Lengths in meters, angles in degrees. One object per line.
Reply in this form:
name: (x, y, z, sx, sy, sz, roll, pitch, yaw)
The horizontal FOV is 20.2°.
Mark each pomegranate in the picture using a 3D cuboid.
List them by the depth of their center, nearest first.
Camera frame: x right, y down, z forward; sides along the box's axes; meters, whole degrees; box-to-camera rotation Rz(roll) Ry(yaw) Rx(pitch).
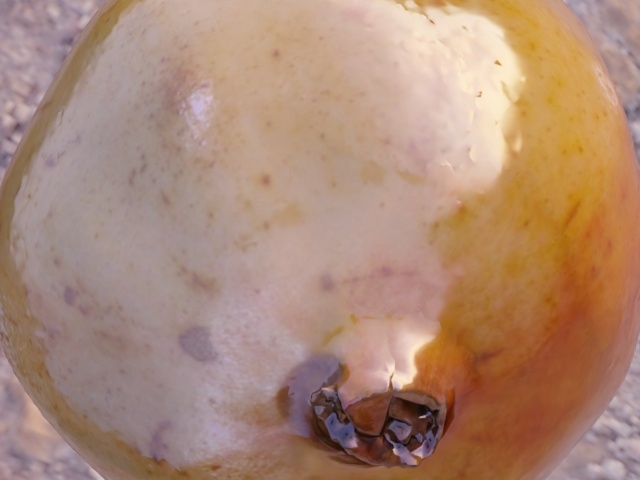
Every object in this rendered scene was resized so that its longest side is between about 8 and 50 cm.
pomegranate: (0.000, 0.000, 0.697, 0.264, 0.264, 0.264, -16, 61, 30)
